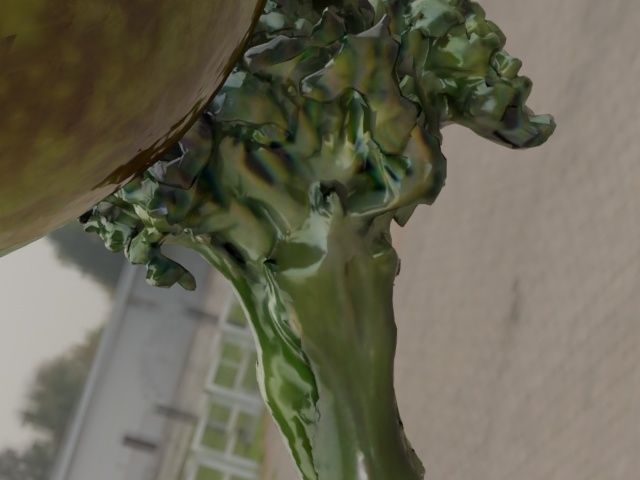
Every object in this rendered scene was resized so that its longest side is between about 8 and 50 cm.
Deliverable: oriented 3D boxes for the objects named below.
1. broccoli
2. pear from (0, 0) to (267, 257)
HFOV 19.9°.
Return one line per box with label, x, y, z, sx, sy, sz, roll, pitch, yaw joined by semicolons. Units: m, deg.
broccoli;0.013;-0.015;0.822;0.198;0.275;0.177;-40;24;-7
pear;-0.141;-0.122;0.509;0.283;0.284;0.283;-163;90;-86
